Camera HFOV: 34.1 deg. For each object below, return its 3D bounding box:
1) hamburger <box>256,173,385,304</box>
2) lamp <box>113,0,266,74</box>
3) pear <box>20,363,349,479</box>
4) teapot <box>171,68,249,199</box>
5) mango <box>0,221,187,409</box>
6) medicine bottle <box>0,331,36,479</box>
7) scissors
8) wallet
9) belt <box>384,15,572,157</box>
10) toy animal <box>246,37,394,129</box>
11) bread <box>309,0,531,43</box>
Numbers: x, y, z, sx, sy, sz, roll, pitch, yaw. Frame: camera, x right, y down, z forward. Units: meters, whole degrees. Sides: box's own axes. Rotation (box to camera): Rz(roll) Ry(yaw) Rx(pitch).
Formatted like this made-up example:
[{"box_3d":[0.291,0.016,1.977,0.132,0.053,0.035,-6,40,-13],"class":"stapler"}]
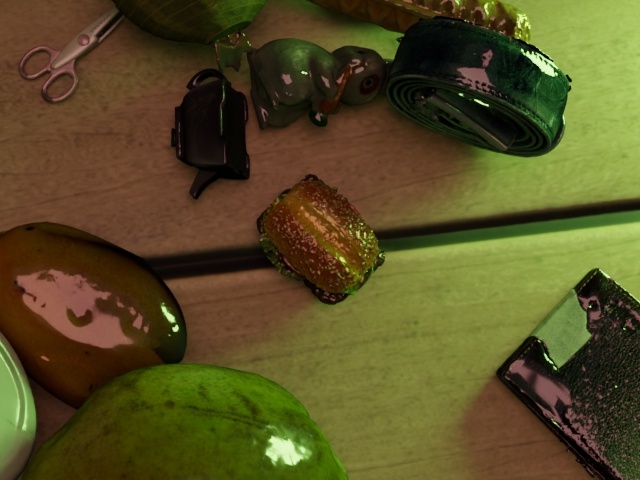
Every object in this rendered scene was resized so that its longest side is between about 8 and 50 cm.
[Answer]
[{"box_3d":[0.000,0.000,1.375,0.137,0.087,0.166,-42,86,-13],"class":"hamburger"},{"box_3d":[-0.160,-0.353,1.353,0.250,0.250,0.284,-23,94,-11],"class":"lamp"},{"box_3d":[-0.156,0.319,1.166,0.413,0.352,0.352,-29,83,-19],"class":"pear"},{"box_3d":[-0.155,-0.143,1.394,0.096,0.087,0.177,-6,78,18],"class":"teapot"},{"box_3d":[-0.302,0.087,1.290,0.287,0.152,0.201,31,66,-3],"class":"mango"},{"box_3d":[-0.482,0.207,1.151,0.241,0.252,0.252,-29,82,17],"class":"medicine bottle"},{"box_3d":[-0.325,-0.266,1.423,0.176,0.022,0.085,-43,83,-10],"class":"scissors"},{"box_3d":[0.400,0.194,1.399,0.262,0.071,0.221,44,78,10],"class":"wallet"},{"box_3d":[0.214,-0.190,1.381,0.267,0.206,0.116,23,78,-17],"class":"belt"},{"box_3d":[0.019,-0.228,1.414,0.236,0.108,0.138,-20,81,-11],"class":"toy animal"},{"box_3d":[0.108,-0.328,1.420,0.367,0.084,0.077,20,52,4],"class":"bread"}]
